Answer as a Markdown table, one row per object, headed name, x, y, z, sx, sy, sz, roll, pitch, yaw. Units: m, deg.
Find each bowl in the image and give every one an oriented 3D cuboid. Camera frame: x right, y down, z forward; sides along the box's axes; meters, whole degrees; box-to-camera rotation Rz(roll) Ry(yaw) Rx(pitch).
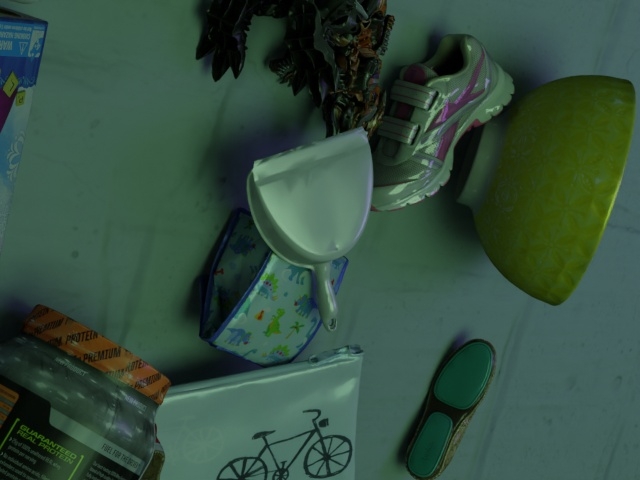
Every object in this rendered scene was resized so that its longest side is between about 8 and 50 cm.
| name | x | y | z | sx | sy | sz | roll | pitch | yaw |
| --- | --- | --- | --- | --- | --- | --- | --- | --- | --- |
| bowl | 0.254 | -0.078 | 1.529 | 0.156 | 0.289 | 0.290 | 17 | 100 | -1 |

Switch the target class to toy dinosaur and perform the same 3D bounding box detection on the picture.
| name | x | y | z | sx | sy | sz | roll | pitch | yaw |
| --- | --- | --- | --- | --- | --- | --- | --- | --- | --- |
| toy dinosaur | -0.003 | -0.239 | 1.295 | 0.218 | 0.164 | 0.322 | -36 | 112 | -43 |

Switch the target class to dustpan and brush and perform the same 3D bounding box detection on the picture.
| name | x | y | z | sx | sy | sz | roll | pitch | yaw |
| --- | --- | --- | --- | --- | --- | --- | --- | --- | --- |
| dustpan and brush | 0.000 | 0.000 | 1.324 | 0.147 | 0.060 | 0.211 | -20 | 103 | -27 |

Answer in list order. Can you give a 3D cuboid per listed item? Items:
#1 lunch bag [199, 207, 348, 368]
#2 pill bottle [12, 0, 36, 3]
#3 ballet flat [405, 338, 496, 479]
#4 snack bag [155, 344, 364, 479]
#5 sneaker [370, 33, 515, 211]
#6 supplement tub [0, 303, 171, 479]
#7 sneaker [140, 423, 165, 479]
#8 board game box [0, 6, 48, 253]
| name | x | y | z | sx | sy | sz | roll | pitch | yaw |
| --- | --- | --- | --- | --- | --- | --- | --- | --- | --- |
| lunch bag | -0.059 | 0.059 | 1.379 | 0.128 | 0.096 | 0.151 | 29 | 79 | -45 |
| pill bottle | -0.308 | -0.253 | 1.010 | 0.186 | 0.112 | 0.112 | 9 | 102 | -44 |
| ballet flat | 0.175 | 0.225 | 1.692 | 0.206 | 0.073 | 0.067 | -60 | 162 | 0 |
| snack bag | -0.107 | 0.286 | 1.427 | 0.323 | 0.037 | 0.343 | -9 | 118 | -23 |
| sneaker | 0.112 | -0.142 | 1.448 | 0.252 | 0.103 | 0.111 | -52 | 130 | -20 |
| supplement tub | -0.283 | 0.231 | 1.176 | 0.193 | 0.193 | 0.316 | 43 | 72 | -43 |
| sneaker | -0.191 | 0.220 | 1.310 | 0.042 | 0.067 | 0.118 | -4 | 144 | -27 |
| board game box | -0.358 | -0.035 | 1.000 | 0.318 | 0.065 | 0.318 | -17 | 124 | -67 |
